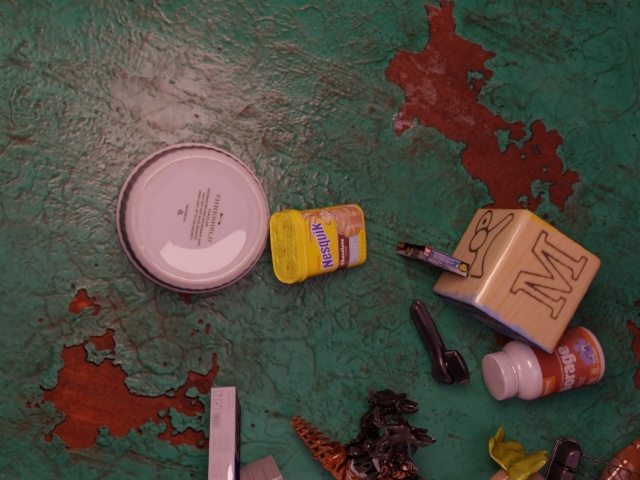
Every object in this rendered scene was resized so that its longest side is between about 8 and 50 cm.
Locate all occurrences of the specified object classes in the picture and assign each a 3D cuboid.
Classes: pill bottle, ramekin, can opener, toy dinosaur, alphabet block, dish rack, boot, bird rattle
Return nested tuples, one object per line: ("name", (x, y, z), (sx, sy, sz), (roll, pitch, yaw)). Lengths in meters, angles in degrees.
("pill bottle", (0.440, 0.249, 1.297), (0.216, 0.121, 0.121), (-11, 95, -13))
("ramekin", (-0.213, -0.037, 1.115), (0.272, 0.127, 0.273), (-1, 93, -14))
("can opener", (0.226, 0.200, 1.278), (0.073, 0.059, 0.186), (-28, 90, 16))
("toy dinosaur", (0.099, 0.406, 1.214), (0.321, 0.164, 0.218), (24, 104, -35))
("alphabet block", (0.366, 0.069, 1.236), (0.193, 0.192, 0.197), (32, 86, -15))
("dish rack", (0.596, 0.550, 1.338), (0.271, 0.074, 0.208), (18, 90, 4))
("boot", (0.714, 0.522, 1.402), (0.152, 0.073, 0.197), (-42, 99, -5))
("bird rattle", (0.365, 0.515, 1.279), (0.207, 0.143, 0.254), (42, 77, -26))

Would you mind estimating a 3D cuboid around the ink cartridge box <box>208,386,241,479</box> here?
("ink cartridge box", (-0.163, 0.365, 1.109), (0.046, 0.097, 0.207), (-3, 56, -2))

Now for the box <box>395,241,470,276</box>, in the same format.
("box", (0.207, 0.033, 1.219), (0.093, 0.137, 0.027), (22, 88, -15))

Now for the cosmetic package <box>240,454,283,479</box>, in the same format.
("cosmetic package", (-0.171, 0.499, 1.167), (0.237, 0.107, 0.127), (-21, 101, -15))

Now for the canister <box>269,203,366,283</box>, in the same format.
("canister", (0.000, 0.000, 1.166), (0.169, 0.073, 0.126), (-11, 99, -41))
